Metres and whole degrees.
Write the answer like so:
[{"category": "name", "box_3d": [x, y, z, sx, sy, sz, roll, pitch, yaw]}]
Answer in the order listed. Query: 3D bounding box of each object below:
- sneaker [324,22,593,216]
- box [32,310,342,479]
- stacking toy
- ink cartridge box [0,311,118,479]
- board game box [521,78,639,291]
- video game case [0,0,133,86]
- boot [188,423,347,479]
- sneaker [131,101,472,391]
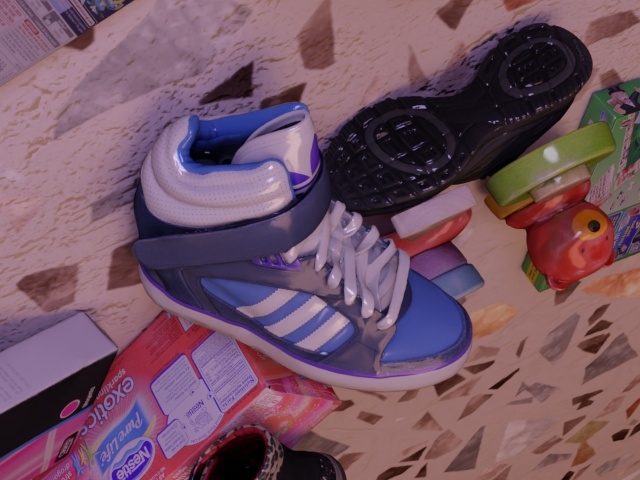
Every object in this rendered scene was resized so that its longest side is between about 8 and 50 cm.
[{"category": "sneaker", "box_3d": [0.132, -0.092, 1.128, 0.286, 0.109, 0.130, -26, 157, -5]}, {"category": "box", "box_3d": [-0.148, 0.197, 1.224, 0.300, 0.154, 0.142, -44, 147, 16]}, {"category": "stacking toy", "box_3d": [0.185, 0.009, 1.191, 0.309, 0.130, 0.279, -25, 173, -9]}, {"category": "ink cartridge box", "box_3d": [-0.348, 0.200, 1.023, 0.371, 0.069, 0.175, -26, 154, -48]}, {"category": "board game box", "box_3d": [0.380, -0.078, 1.419, 0.214, 0.046, 0.317, -18, 146, -22]}, {"category": "video game case", "box_3d": [-0.195, -0.201, 0.751, 0.183, 0.023, 0.201, -33, 148, 0]}, {"category": "boot", "box_3d": [-0.098, 0.279, 1.158, 0.236, 0.085, 0.178, -41, 148, 2]}, {"category": "sneaker", "box_3d": [0.000, 0.000, 0.985, 0.323, 0.130, 0.236, 18, 141, 0]}]
